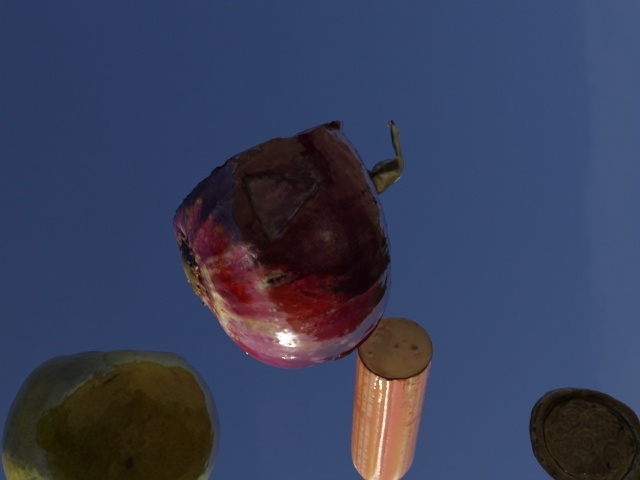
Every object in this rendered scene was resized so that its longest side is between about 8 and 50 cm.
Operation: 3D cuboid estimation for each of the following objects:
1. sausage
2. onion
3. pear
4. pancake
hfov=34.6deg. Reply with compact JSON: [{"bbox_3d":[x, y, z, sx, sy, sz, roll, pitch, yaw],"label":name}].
[{"bbox_3d":[0.086,0.227,1.331,0.093,0.093,0.312,-51,-23,-34],"label":"sausage"},{"bbox_3d":[-0.023,0.019,1.090,0.256,0.272,0.230,-6,-106,-77],"label":"onion"},{"bbox_3d":[-0.302,0.298,1.465,0.304,0.304,0.304,6,-98,-44],"label":"pear"},{"bbox_3d":[0.230,0.171,0.877,0.115,0.011,0.115,6,-131,-8],"label":"pancake"}]
